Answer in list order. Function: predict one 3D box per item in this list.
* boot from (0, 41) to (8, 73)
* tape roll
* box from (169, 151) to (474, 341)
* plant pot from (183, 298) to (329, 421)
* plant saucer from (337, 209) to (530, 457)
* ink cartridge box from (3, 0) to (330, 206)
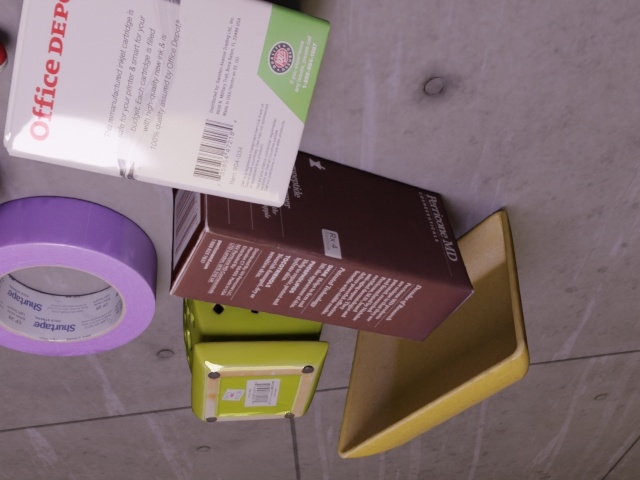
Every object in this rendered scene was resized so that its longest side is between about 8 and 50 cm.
[{"bbox_3d":[-0.398,-0.252,0.579,0.244,0.088,0.176,22,129,-27],"label":"boot"},{"bbox_3d":[-0.382,0.062,0.943,0.275,0.090,0.274,-5,139,-5],"label":"tape roll"},{"bbox_3d":[0.000,0.000,0.869,0.381,0.191,0.143,14,134,-26],"label":"box"},{"bbox_3d":[-0.104,0.158,1.020,0.227,0.207,0.228,1,137,-12],"label":"plant pot"},{"bbox_3d":[0.183,0.151,0.967,0.081,0.332,0.333,39,123,-15],"label":"plant saucer"},{"bbox_3d":[-0.154,-0.163,0.651,0.273,0.115,0.198,11,106,-21],"label":"ink cartridge box"}]
